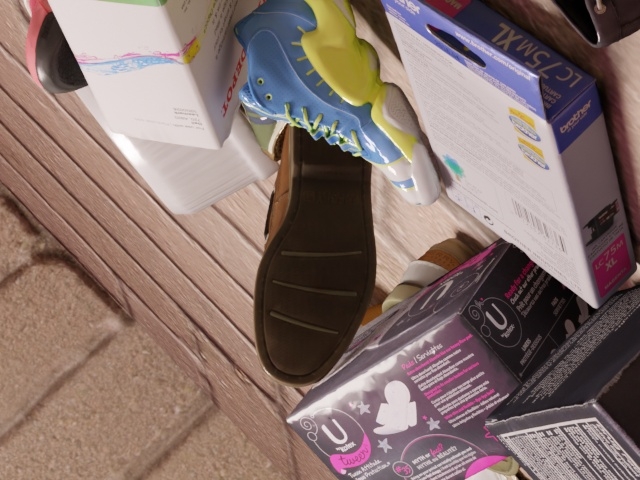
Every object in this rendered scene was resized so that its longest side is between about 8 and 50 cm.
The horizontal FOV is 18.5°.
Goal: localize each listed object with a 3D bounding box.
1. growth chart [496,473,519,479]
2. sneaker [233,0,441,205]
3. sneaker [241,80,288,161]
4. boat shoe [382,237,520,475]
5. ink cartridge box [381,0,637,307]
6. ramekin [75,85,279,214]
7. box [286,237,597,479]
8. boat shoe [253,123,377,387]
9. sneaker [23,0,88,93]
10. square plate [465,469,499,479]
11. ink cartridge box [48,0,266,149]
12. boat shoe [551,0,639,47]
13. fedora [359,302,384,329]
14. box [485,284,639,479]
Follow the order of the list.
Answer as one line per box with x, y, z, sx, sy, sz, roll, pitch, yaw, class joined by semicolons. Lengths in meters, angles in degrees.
0.300;0.362;2.408;0.237;0.021;0.172;37;162;40;growth chart
0.007;-0.117;1.719;0.240;0.126;0.091;61;-173;10;sneaker
-0.054;-0.158;1.994;0.086;0.064;0.192;39;157;12;sneaker
0.163;0.124;2.015;0.113;0.103;0.302;16;147;35;boat shoe
0.151;-0.091;1.559;0.186;0.065;0.311;39;166;34;ink cartridge box
-0.174;-0.149;2.145;0.273;0.127;0.273;53;179;1;ramekin
0.118;0.122;1.807;0.142;0.163;0.247;49;131;-8;box
0.000;0.000;1.876;0.110;0.307;0.104;13;162;-3;boat shoe
-0.246;-0.256;1.819;0.136;0.314;0.116;-1;143;12;sneaker
0.175;0.346;2.692;0.347;0.049;0.344;33;159;49;square plate
-0.138;-0.240;1.705;0.117;0.201;0.278;8;151;17;ink cartridge box
0.136;-0.208;1.281;0.206;0.065;0.075;46;166;13;boat shoe
0.080;0.134;2.348;0.194;0.079;0.194;51;171;11;fedora
0.320;0.182;1.521;0.296;0.183;0.294;47;167;-2;box
